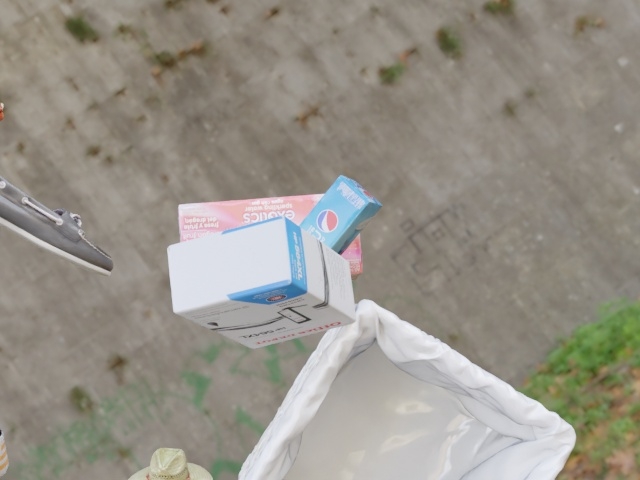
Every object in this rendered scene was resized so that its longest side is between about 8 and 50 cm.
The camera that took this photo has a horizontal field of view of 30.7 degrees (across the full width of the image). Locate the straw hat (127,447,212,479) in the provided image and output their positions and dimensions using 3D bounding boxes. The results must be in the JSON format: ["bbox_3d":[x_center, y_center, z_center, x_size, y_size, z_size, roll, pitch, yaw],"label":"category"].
[{"bbox_3d":[-0.229,0.344,1.755,0.144,0.061,0.144,2,20,-1],"label":"straw hat"}]

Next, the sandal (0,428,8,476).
[{"bbox_3d":[-0.602,0.405,2.066,0.076,0.102,0.265,-20,-59,-59],"label":"sandal"}]

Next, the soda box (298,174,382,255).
[{"bbox_3d":[0.000,0.000,1.840,0.210,0.067,0.071,-50,-18,10],"label":"soda box"}]

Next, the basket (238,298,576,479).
[{"bbox_3d":[0.097,0.289,1.538,0.328,0.331,0.266,-58,2,-2],"label":"basket"}]

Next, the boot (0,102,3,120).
[{"bbox_3d":[-0.626,-0.250,2.170,0.059,0.085,0.158,-52,19,5],"label":"boot"}]

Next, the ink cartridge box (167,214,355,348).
[{"bbox_3d":[-0.063,0.053,1.357,0.148,0.086,0.203,-16,-22,19],"label":"ink cartridge box"}]

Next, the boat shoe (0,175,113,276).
[{"bbox_3d":[-0.461,-0.049,1.855,0.112,0.335,0.095,9,71,63],"label":"boat shoe"}]

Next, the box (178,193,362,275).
[{"bbox_3d":[-0.085,0.005,1.987,0.300,0.142,0.154,-4,-7,-4],"label":"box"}]
